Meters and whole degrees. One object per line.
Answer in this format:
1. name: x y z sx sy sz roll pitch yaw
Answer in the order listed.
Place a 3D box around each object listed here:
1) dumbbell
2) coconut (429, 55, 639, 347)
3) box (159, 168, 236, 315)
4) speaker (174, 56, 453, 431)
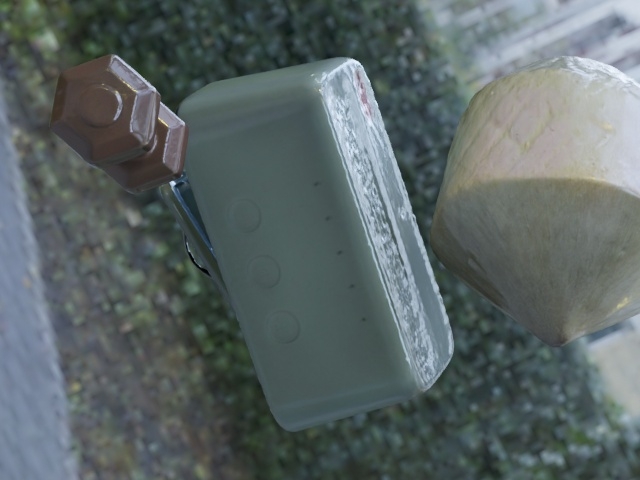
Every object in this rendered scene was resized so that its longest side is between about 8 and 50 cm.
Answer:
1. dumbbell: -0.167 -0.096 1.515 0.231 0.092 0.082 51 18 -84
2. coconut: 0.270 -0.026 1.932 0.329 0.328 0.329 -25 90 -87
3. box: -0.107 -0.009 2.224 0.227 0.130 0.162 60 2 -10
4. speaker: 0.000 0.000 2.023 0.183 0.184 0.406 -42 116 -61
